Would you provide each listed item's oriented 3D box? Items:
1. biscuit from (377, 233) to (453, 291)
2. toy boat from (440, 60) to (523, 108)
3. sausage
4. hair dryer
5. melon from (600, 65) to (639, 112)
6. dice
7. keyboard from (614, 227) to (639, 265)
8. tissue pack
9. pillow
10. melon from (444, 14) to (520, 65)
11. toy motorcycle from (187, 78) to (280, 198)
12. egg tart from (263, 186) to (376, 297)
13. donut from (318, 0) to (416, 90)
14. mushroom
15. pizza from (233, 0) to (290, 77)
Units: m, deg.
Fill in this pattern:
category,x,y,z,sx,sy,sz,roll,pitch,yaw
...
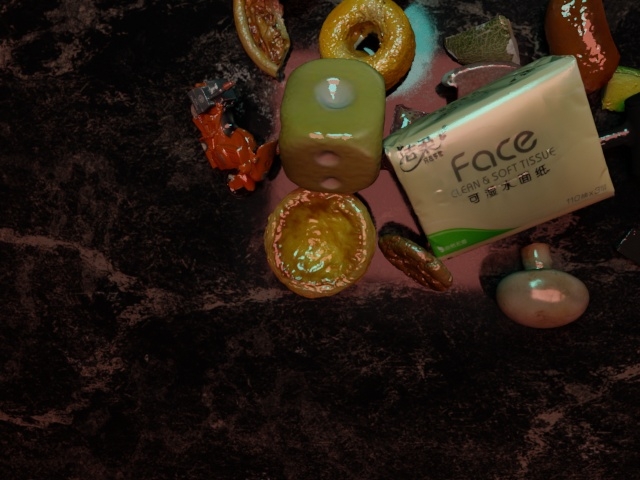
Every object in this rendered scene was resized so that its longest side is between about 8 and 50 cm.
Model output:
category,x,y,z,sx,sy,sz,roll,pitch,yaw
biscuit,0.238,0.059,1.025,0.226,0.226,0.042,38,81,1
toy boat,0.417,-0.367,0.999,0.228,0.085,0.155,1,117,14
sausage,0.601,-0.470,0.930,0.133,0.133,0.258,-18,97,11
hair dryer,0.703,-0.237,0.974,0.252,0.089,0.197,-12,112,24
melon,0.790,-0.337,0.963,0.262,0.053,0.113,27,109,4
dice,0.035,-0.264,0.951,0.227,0.233,0.238,4,67,6
keyboard,0.875,0.059,1.029,0.231,0.023,0.072,34,95,1
tissue pack,0.391,-0.173,0.927,0.405,0.205,0.331,-25,108,16
pillow,0.229,-0.258,1.060,0.118,0.043,0.184,17,97,3
melon,0.409,-0.492,0.965,0.203,0.139,0.093,19,79,7
toy motorcycle,-0.233,-0.282,1.076,0.221,0.148,0.325,-16,103,33
egg tart,0.000,0.000,1.093,0.319,0.128,0.318,1,98,10
donut,0.112,-0.494,1.009,0.254,0.118,0.253,0,91,21
mushroom,0.547,0.126,1.021,0.207,0.209,0.206,-11,136,-11
pizza,-0.157,-0.566,1.058,0.135,0.056,0.270,-8,99,18
